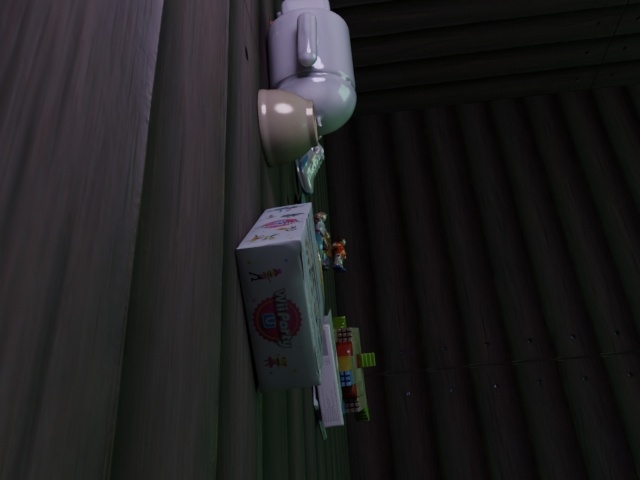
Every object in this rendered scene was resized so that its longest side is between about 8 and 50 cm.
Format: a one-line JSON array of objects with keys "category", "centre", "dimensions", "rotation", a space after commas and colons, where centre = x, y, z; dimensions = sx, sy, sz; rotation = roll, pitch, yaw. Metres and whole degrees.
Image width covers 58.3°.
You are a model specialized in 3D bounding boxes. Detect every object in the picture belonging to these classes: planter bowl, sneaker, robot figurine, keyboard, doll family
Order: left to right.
[{"category": "planter bowl", "centre": [-0.062, -0.239, 1.194], "dimensions": [0.162, 0.109, 0.161], "rotation": [-6, 90, -86]}, {"category": "sneaker", "centre": [-0.033, -0.254, 1.823], "dimensions": [0.087, 0.093, 0.228], "rotation": [77, 9, -75]}, {"category": "robot figurine", "centre": [-0.022, -0.398, 1.357], "dimensions": [0.300, 0.200, 0.353], "rotation": [68, 16, -73]}, {"category": "keyboard", "centre": [-0.003, 0.512, 1.709], "dimensions": [0.256, 0.014, 0.072], "rotation": [80, 0, -49]}, {"category": "doll family", "centre": [0.000, 0.000, 2.012], "dimensions": [0.263, 0.119, 0.163], "rotation": [51, 34, -49]}]

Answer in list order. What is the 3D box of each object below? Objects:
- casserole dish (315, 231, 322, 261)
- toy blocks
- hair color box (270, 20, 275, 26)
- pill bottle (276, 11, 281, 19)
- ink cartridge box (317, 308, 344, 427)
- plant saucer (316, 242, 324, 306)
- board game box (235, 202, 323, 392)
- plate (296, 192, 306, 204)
[{"category": "casserole dish", "centre": [-0.015, 0.058, 1.807], "dimensions": [0.114, 0.037, 0.188], "rotation": [-97, -172, -66]}, {"category": "toy blocks", "centre": [0.074, 0.450, 1.989], "dimensions": [0.261, 0.191, 0.380], "rotation": [28, 54, -72]}, {"category": "hair color box", "centre": [-0.095, -0.487, 1.531], "dimensions": [0.093, 0.054, 0.167], "rotation": [43, 42, -83]}, {"category": "pill bottle", "centre": [-0.065, -0.585, 1.705], "dimensions": [0.112, 0.112, 0.186], "rotation": [-86, 169, -69]}, {"category": "ink cartridge box", "centre": [0.018, 0.374, 1.733], "dimensions": [0.261, 0.066, 0.295], "rotation": [-80, 162, -87]}, {"category": "plant saucer", "centre": [-0.031, 0.095, 1.402], "dimensions": [0.241, 0.037, 0.240], "rotation": [175, -90, -81]}, {"category": "board game box", "centre": [-0.053, 0.075, 0.946], "dimensions": [0.303, 0.098, 0.223], "rotation": [-87, 169, -77]}, {"category": "plate", "centre": [-0.053, -0.049, 1.719], "dimensions": [0.188, 0.024, 0.188], "rotation": [-5, 90, -87]}]
